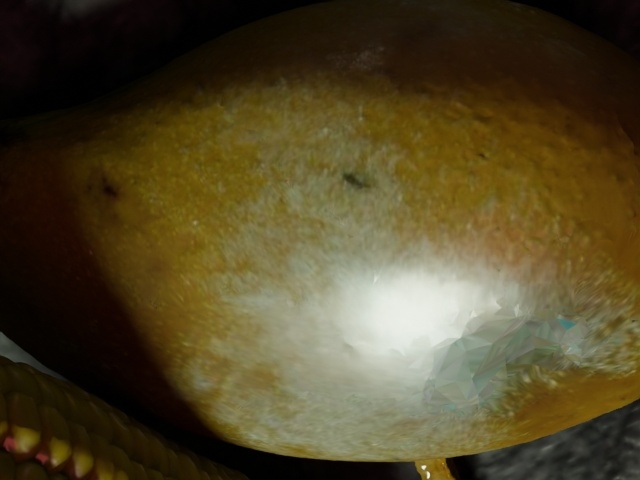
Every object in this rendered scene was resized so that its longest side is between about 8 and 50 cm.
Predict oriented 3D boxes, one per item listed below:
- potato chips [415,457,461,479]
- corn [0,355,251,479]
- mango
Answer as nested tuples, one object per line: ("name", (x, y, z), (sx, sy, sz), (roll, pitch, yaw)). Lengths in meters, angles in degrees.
("potato chips", (0.059, 0.102, 0.897), (0.037, 0.026, 0.204), (-25, 123, 6))
("corn", (-0.086, 0.139, 0.774), (0.144, 0.144, 0.387), (-37, 143, 18))
("mango", (0.000, 0.000, 0.751), (0.316, 0.146, 0.193), (-3, 122, 7))
